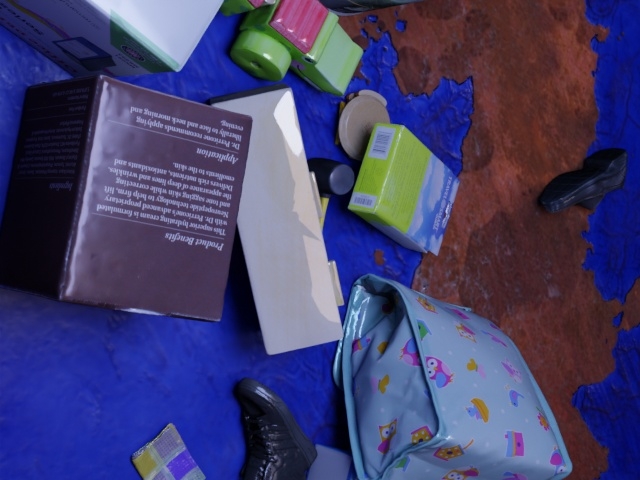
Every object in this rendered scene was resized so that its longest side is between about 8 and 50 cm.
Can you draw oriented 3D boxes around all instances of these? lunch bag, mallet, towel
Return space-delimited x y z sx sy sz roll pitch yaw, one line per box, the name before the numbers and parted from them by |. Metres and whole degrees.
lunch bag | 0.141 0.171 1.344 0.223 0.160 0.262 20 39 -34
mallet | 0.000 0.000 1.298 0.039 0.062 0.189 7 89 -36
towel | -0.162 0.244 1.225 0.060 0.009 0.083 -39 114 -29

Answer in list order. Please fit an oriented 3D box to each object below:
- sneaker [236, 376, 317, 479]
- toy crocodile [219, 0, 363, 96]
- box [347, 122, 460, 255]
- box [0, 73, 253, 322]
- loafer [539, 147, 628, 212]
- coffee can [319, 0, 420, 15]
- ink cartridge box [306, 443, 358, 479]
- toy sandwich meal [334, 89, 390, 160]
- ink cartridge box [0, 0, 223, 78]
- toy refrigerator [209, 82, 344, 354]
sneaker | -0.058 0.238 1.275 0.089 0.051 0.170 -51 123 -28
toy crocodile | -0.076 -0.270 1.199 0.340 0.105 0.115 39 70 -32
box | 0.102 -0.057 1.354 0.178 0.042 0.109 32 73 -57
box | -0.189 -0.037 1.091 0.168 0.167 0.203 13 85 -37
loafer | 0.367 -0.069 1.568 0.170 0.062 0.061 -28 113 -31
coffee can | 0.102 -0.355 1.220 0.202 0.275 0.201 -3 95 -36
ink cartridge box | 0.075 0.336 1.358 0.203 0.086 0.148 19 81 -35
toy sandwich meal | 0.048 -0.136 1.348 0.086 0.029 0.085 -7 102 -36
ink cartridge box | -0.212 -0.225 1.036 0.154 0.212 0.093 37 75 -33
toy refrigerator | -0.044 -0.026 1.220 0.094 0.102 0.269 -12 101 -4
